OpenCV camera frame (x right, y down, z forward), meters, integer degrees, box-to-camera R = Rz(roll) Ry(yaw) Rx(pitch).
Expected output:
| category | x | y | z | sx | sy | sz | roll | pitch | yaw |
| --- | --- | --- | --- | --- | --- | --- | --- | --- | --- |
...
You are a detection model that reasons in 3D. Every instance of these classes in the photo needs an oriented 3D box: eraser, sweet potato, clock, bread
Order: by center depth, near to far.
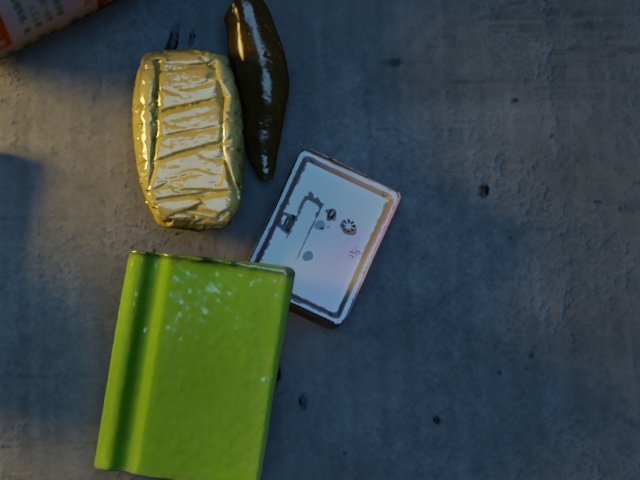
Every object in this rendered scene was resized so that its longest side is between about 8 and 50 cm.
| category | x | y | z | sx | sy | sz | roll | pitch | yaw |
| --- | --- | --- | --- | --- | --- | --- | --- | --- | --- |
| eraser | -0.151 | 0.151 | 1.904 | 0.210 | 0.092 | 0.274 | 8 | 94 | -1 |
| bread | -0.165 | -0.124 | 1.984 | 0.140 | 0.106 | 0.236 | -3 | 80 | -7 |
| clock | 0.000 | 0.000 | 1.999 | 0.147 | 0.071 | 0.192 | 25 | 77 | -2 |
| sweet potato | -0.075 | -0.200 | 2.033 | 0.077 | 0.077 | 0.243 | -11 | 92 | -9 |

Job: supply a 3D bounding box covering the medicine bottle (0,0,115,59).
| category | x | y | z | sx | sy | sz | roll | pitch | yaw |
| --- | --- | --- | --- | --- | --- | --- | --- | --- | --- |
| medicine bottle | -0.325 | -0.384 | 1.961 | 0.388 | 0.219 | 0.219 | -29 | 84 | -13 |
